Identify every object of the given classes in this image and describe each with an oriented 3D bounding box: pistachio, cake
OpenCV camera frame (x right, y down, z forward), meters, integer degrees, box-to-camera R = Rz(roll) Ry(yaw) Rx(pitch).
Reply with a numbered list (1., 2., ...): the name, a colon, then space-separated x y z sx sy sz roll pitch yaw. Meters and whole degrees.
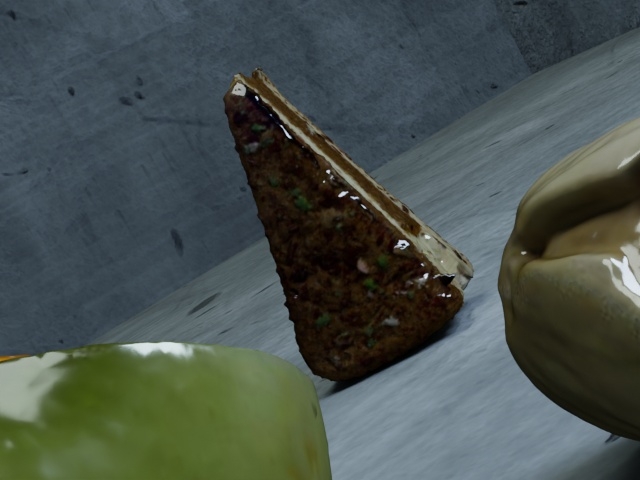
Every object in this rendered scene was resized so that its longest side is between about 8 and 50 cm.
1. pistachio: 0.164 0.012 0.517 0.153 0.138 0.238 7 -12 -27
2. cake: -0.011 -0.004 1.060 0.135 0.246 0.112 -47 1 15

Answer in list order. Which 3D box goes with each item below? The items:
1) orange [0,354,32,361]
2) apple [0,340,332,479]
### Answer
1. orange: -0.185 0.159 0.767 0.234 0.182 0.234 -16 3 1
2. apple: -0.195 0.120 0.446 0.360 0.320 0.312 -33 15 44
